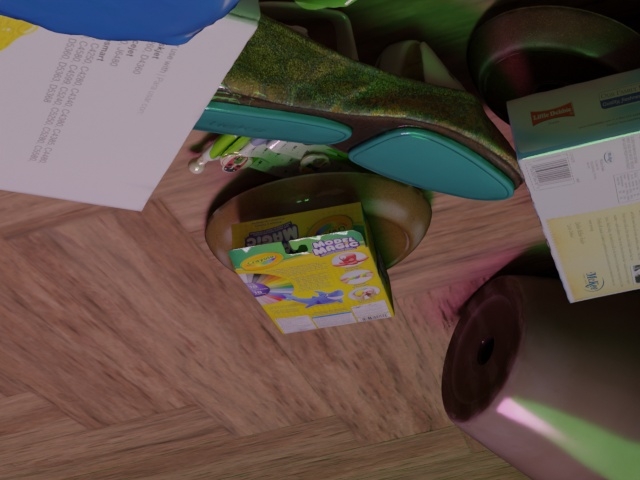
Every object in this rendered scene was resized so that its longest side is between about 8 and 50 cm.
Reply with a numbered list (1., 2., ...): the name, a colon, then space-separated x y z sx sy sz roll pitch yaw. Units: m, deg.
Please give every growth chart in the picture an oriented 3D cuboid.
1. growth chart: 0.020 -0.088 0.912 0.237 0.021 0.172 13 143 -35

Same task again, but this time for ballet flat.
1. ballet flat: 0.031 -0.117 0.782 0.349 0.123 0.123 11 143 -30

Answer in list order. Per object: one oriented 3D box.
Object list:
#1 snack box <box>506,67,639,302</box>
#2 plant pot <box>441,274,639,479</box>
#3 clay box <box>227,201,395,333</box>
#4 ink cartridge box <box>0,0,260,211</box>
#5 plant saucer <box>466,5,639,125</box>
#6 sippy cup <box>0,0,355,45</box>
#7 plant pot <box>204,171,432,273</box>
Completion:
1. snack box: 0.284 -0.040 0.852 0.187 0.060 0.322 -12 153 16
2. plant pot: 0.313 0.173 1.190 0.280 0.323 0.323 22 140 -14
3. clay box: -0.005 0.027 0.969 0.128 0.053 0.222 -10 154 7
4. ink cartridge box: -0.199 -0.164 0.559 0.270 0.198 0.197 10 145 -27
5. plant saucer: 0.200 -0.127 0.816 0.169 0.029 0.168 18 156 8
6. sippy cup: -0.081 -0.210 0.386 0.306 0.224 0.240 18 163 -14
7. plant pot: 0.000 0.000 1.015 0.236 0.032 0.236 -6 155 -3
